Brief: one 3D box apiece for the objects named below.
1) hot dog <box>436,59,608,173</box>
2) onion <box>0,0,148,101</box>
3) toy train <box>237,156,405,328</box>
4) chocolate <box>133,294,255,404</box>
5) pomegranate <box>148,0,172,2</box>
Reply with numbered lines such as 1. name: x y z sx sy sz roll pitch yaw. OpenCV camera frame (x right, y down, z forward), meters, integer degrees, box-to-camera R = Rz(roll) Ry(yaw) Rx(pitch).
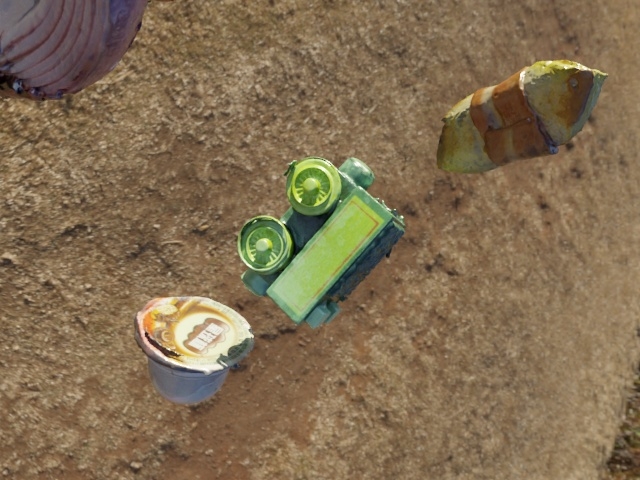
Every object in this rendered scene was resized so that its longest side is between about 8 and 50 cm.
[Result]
1. hot dog: 0.276 -0.171 0.756 0.093 0.261 0.123 -24 98 -39
2. onion: -0.283 -0.260 0.566 0.227 0.283 0.120 52 39 0
3. toy train: 0.000 0.000 0.855 0.272 0.188 0.159 -48 165 7
4. chocolate: -0.235 0.204 0.942 0.221 0.221 0.147 0 122 -44
5. pomegranate: -0.281 -0.547 0.955 0.210 0.210 0.235 -1 126 -44
